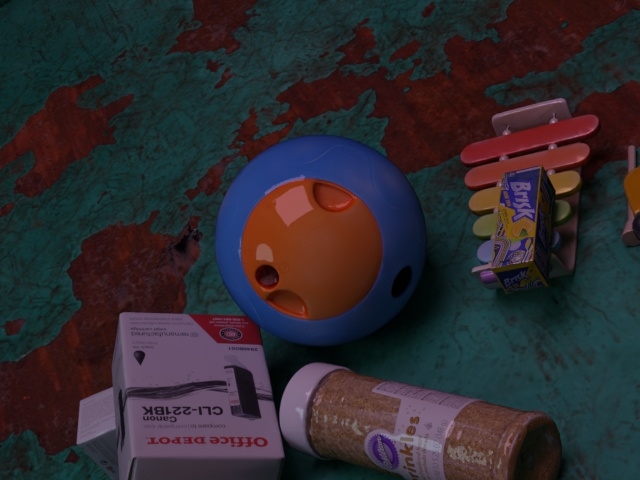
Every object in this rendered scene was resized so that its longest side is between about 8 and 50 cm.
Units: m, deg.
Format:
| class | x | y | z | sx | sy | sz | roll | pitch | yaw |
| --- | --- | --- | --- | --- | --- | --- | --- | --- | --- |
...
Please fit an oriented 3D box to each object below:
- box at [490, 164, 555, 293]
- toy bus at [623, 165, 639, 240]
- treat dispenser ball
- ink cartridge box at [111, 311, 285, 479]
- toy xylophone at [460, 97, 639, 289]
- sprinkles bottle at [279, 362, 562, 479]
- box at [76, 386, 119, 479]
| class | x | y | z | sx | sy | sz | roll | pitch | yaw |
| --- | --- | --- | --- | --- | --- | --- | --- | --- | --- |
| box | 0.259 | -0.015 | 1.774 | 0.059 | 0.054 | 0.169 | -12 | 43 | 26 |
| toy bus | 0.470 | 0.028 | 1.659 | 0.130 | 0.108 | 0.332 | -29 | 37 | 6 |
| treat dispenser ball | 0.000 | 0.000 | 1.894 | 0.288 | 0.288 | 0.288 | -21 | 40 | 18 |
| ink cartridge box | -0.167 | 0.227 | 1.848 | 0.197 | 0.114 | 0.273 | 2 | 39 | -14 |
| toy xylophone | 0.312 | -0.063 | 1.897 | 0.236 | 0.081 | 0.322 | -18 | 41 | 20 |
| sprinkles bottle | 0.115 | 0.234 | 1.696 | 0.355 | 0.121 | 0.121 | 8 | 54 | 42 |
| box | -0.275 | 0.267 | 1.972 | 0.102 | 0.101 | 0.087 | -23 | 38 | 15 |
